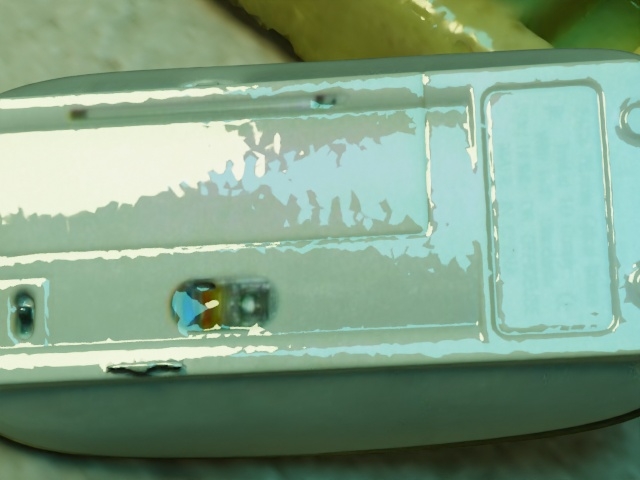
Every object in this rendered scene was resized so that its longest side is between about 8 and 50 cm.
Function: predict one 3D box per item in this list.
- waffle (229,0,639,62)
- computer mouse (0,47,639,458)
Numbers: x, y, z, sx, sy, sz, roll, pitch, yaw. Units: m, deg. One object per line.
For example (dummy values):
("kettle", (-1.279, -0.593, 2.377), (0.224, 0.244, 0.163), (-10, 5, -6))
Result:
("waffle", (0.058, -0.132, 0.558), (0.248, 0.055, 0.221), (38, 57, 17))
("computer mouse", (0.000, 0.001, 0.445), (0.199, 0.045, 0.102), (-4, 74, 5))
